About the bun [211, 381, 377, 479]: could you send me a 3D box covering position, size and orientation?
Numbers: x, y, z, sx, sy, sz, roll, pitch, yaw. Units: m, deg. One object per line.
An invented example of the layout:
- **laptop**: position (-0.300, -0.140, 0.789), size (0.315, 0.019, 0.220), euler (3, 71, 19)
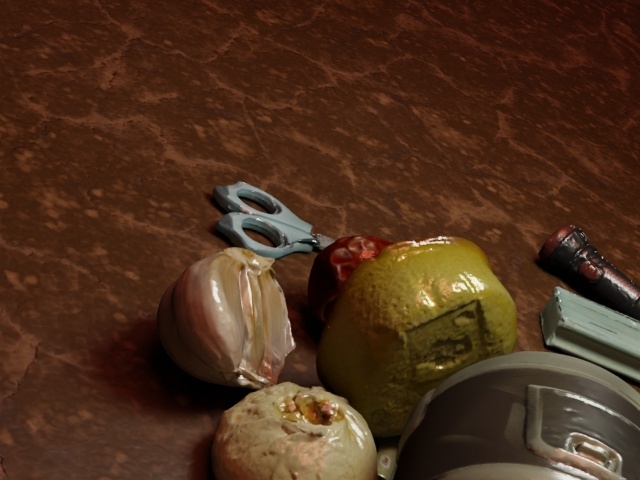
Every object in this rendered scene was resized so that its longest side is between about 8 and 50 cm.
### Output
- **bun**: position (-0.020, 0.237, 1.367), size (0.222, 0.127, 0.222), euler (19, 33, -13)

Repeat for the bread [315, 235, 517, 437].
- **bread**: position (0.126, 0.125, 1.506), size (0.270, 0.270, 0.148), euler (5, 32, -34)

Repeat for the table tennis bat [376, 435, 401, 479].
- **table tennis bat**: position (0.100, 0.249, 1.561), size (0.138, 0.022, 0.246), euler (27, 27, 4)

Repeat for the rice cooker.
- **rice cooker**: position (0.231, 0.303, 1.267), size (0.335, 0.335, 0.325), euler (28, 29, 3)

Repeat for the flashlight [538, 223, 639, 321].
- **flashlight**: position (0.501, 0.070, 2.110), size (0.232, 0.093, 0.093), euler (42, 32, 20)

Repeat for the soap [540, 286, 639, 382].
- **soap**: position (0.467, 0.159, 1.955), size (0.198, 0.063, 0.114), euler (23, 27, -6)

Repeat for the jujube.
- **jujube**: position (0.091, 0.078, 1.698), size (0.230, 0.155, 0.155), euler (14, 30, -40)

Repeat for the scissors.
- **scissors**: position (0.001, -0.001, 1.870), size (0.360, 0.029, 0.191), euler (16, 29, -18)

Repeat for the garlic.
- **garlic**: position (-0.130, 0.106, 1.484), size (0.229, 0.143, 0.178), euler (38, 43, -68)
